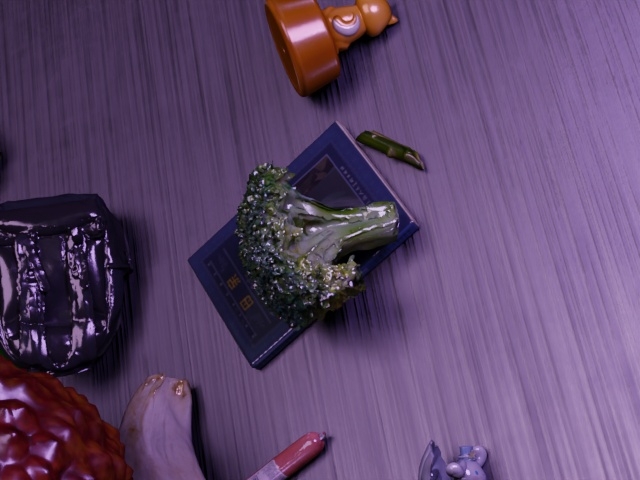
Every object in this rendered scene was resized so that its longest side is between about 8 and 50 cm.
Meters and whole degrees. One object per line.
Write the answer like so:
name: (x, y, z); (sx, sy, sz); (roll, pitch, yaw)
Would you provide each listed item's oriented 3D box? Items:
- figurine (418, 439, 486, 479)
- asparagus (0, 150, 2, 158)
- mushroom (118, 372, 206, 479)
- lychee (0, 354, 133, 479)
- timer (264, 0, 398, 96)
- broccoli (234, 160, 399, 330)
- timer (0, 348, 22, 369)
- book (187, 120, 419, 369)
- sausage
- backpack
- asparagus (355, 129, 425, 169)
figurine: (0.141, 0.246, 1.224); (0.082, 0.094, 0.086); (-6, 62, 18)
asparagus: (-0.624, -0.017, 1.799); (0.382, 0.128, 0.108); (-56, 17, 3)
mushroom: (-0.163, 0.296, 1.367); (0.122, 0.095, 0.351); (-28, 45, -1)
lychee: (-0.377, 0.322, 1.226); (0.500, 0.424, 0.425); (26, 86, 4)
timer: (0.022, -0.269, 1.504); (0.152, 0.132, 0.132); (-22, 58, -5)
broccoli: (0.000, 0.000, 1.355); (0.194, 0.194, 0.220); (-40, 34, 13)
timer: (-0.522, 0.113, 1.614); (0.285, 0.285, 0.285); (-12, 65, 28)
book: (-0.028, 0.004, 1.466); (0.269, 0.025, 0.191); (-42, 56, 11)
sausage: (-0.078, 0.289, 1.382); (0.223, 0.029, 0.029); (-39, 55, 13)
backpack: (-0.349, 0.055, 1.563); (0.206, 0.133, 0.258); (-5, 73, -9)
asparagus: (0.088, -0.111, 1.440); (0.108, 0.025, 0.021); (29, 108, 34)
